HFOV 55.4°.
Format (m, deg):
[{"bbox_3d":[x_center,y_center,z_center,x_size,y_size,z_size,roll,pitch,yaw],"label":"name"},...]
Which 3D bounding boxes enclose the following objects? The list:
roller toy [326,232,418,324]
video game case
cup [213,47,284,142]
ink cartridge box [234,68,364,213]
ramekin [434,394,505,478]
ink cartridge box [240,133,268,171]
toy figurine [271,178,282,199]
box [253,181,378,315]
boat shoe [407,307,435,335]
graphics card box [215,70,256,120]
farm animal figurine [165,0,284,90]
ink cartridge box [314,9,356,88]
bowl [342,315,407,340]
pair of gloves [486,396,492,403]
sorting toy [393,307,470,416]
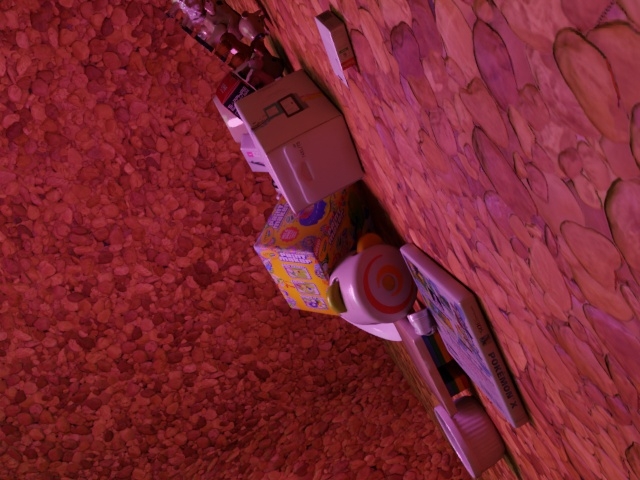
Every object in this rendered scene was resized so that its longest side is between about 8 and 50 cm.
[{"bbox_3d":[0.134,0.106,1.483,0.191,0.209,0.146,33,157,-20],"label":"roller toy"},{"bbox_3d":[0.283,0.177,1.240,0.300,0.036,0.329,62,178,-20],"label":"video game case"},{"bbox_3d":[-0.226,-0.464,2.096,0.331,0.237,0.331,61,178,4],"label":"cup"},{"bbox_3d":[-0.054,-0.245,1.484,0.270,0.197,0.198,59,176,46],"label":"ink cartridge box"},{"bbox_3d":[0.405,0.518,1.636,0.207,0.109,0.207,62,178,5],"label":"ramekin"},{"bbox_3d":[-0.135,-0.297,2.107,0.275,0.239,0.060,76,-163,-80],"label":"ink cartridge box"},{"bbox_3d":[-0.056,-0.174,2.135,0.209,0.213,0.148,65,-169,18],"label":"toy figurine"},{"bbox_3d":[0.000,0.000,1.632,0.177,0.290,0.279,6,144,28],"label":"box"},{"bbox_3d":[0.250,0.196,1.458,0.184,0.066,0.063,35,-145,-79],"label":"boat shoe"},{"bbox_3d":[-0.133,-0.335,1.790,0.371,0.094,0.233,35,-172,-24],"label":"graphics card box"},{"bbox_3d":[-0.225,-0.565,1.674,0.327,0.172,0.330,40,-173,5],"label":"farm animal figurine"},{"bbox_3d":[0.031,-0.314,1.004,0.063,0.029,0.115,58,177,44],"label":"ink cartridge box"},{"bbox_3d":[0.166,0.198,1.986,0.298,0.134,0.298,26,162,9],"label":"bowl"},{"bbox_3d":[0.372,0.332,1.392,0.083,0.010,0.074,63,180,29],"label":"pair of gloves"},{"bbox_3d":[0.293,0.293,1.640,0.257,0.089,0.255,62,178,-20],"label":"sorting toy"}]
